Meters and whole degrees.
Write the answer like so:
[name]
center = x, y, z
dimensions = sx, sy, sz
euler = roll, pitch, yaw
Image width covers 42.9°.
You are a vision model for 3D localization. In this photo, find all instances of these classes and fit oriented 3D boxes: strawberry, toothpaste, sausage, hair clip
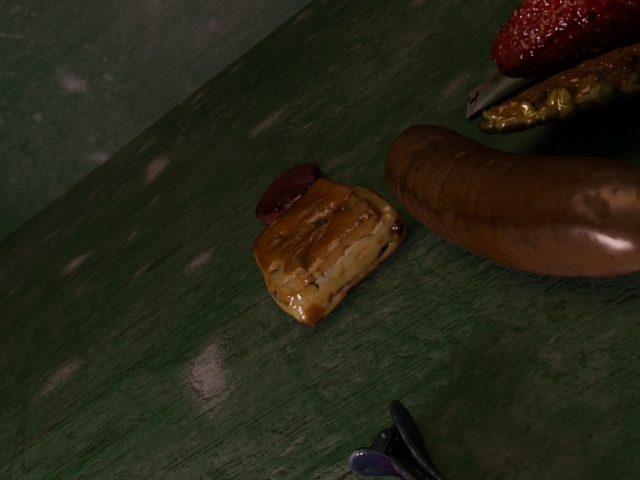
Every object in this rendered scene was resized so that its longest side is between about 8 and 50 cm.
[strawberry]
center = 0.356, -0.287, 1.067
dimensions = 0.286, 0.188, 0.106
euler = -36, 38, 36
[toothpaste]
center = 0.345, -0.281, 1.203
dimensions = 0.314, 0.056, 0.058
euler = -31, -18, 34
[sausage]
center = 0.206, -0.044, 0.910
dimensions = 0.136, 0.123, 0.501
euler = -59, 24, 0
[hair clip]
center = 0.127, 0.218, 0.700
dimensions = 0.083, 0.048, 0.275
euler = -46, 30, -16

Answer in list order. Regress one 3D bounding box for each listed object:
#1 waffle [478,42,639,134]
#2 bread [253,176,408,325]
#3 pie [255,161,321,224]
[waffle]
center = 0.311, -0.178, 0.983
dimensions = 0.237, 0.059, 0.243
euler = -30, 13, -40
[bread]
center = 0.000, 0.000, 1.171
dimensions = 0.210, 0.099, 0.235
euler = -42, 24, -3
[pie]
center = -0.057, -0.083, 1.471
dimensions = 0.154, 0.036, 0.154
euler = -33, 25, 18
